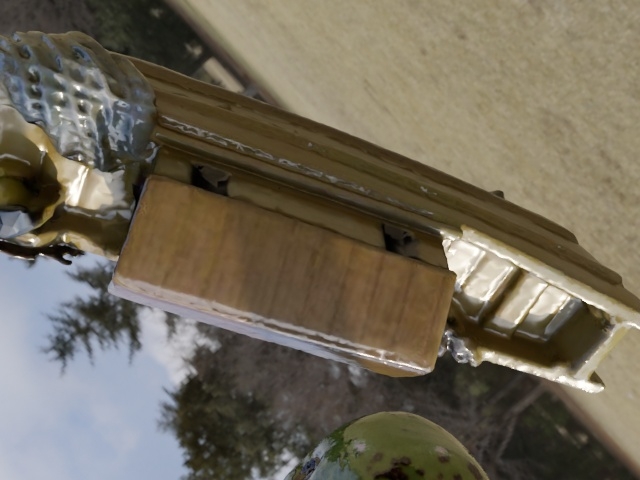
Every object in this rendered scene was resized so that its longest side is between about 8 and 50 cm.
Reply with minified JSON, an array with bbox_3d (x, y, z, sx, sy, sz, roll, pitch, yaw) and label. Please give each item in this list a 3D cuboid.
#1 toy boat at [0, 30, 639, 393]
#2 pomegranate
[{"bbox_3d":[0.000,0.000,0.531,0.446,0.135,0.162,17,-147,-17],"label":"toy boat"},{"bbox_3d":[0.074,0.275,0.777,0.248,0.214,0.214,48,-178,-12],"label":"pomegranate"}]
